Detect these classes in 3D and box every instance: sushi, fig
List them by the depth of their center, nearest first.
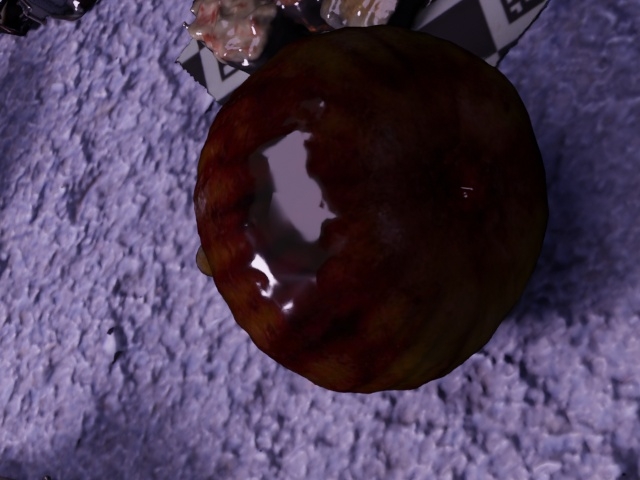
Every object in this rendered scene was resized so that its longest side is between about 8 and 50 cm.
[{"bbox_3d":[0.000,0.000,1.050,0.321,0.217,0.217,-29,47,61],"label":"fig"},{"bbox_3d":[0.027,-0.191,1.183,0.294,0.059,0.292,-53,46,5],"label":"sushi"}]

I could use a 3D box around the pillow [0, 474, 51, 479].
[{"bbox_3d":[-0.293,0.281,1.218,0.169,0.059,0.255,1,69,41],"label":"pillow"}]

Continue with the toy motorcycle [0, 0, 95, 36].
[{"bbox_3d":[-0.214,-0.302,1.425,0.157,0.091,0.263,14,81,48],"label":"toy motorcycle"}]
